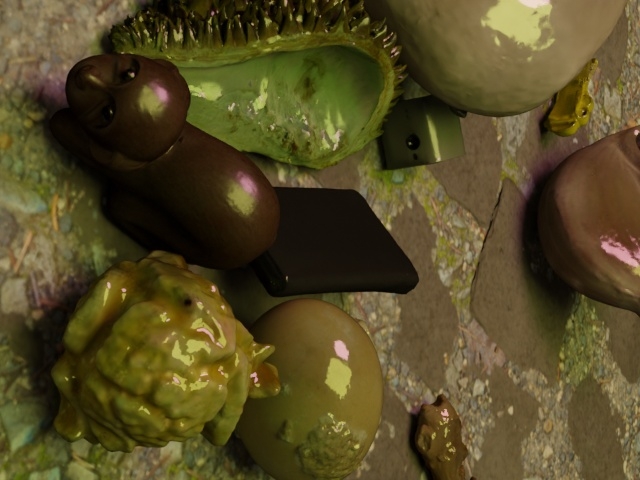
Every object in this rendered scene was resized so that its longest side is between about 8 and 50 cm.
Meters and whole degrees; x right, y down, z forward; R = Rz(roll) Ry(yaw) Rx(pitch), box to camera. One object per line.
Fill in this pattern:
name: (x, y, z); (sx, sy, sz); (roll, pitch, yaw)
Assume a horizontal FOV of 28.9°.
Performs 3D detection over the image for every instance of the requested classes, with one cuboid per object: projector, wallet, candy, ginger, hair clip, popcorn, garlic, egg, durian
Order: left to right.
popcorn: (-0.139, 0.101, 1.109); (0.187, 0.185, 0.167); (-14, 114, -58)
durian: (-0.065, -0.192, 1.322); (0.394, 0.163, 0.198); (-1, 125, -46)
egg: (-0.012, 0.156, 1.263); (0.164, 0.164, 0.201); (-23, 117, -49)
wallet: (0.000, 0.000, 1.349); (0.250, 0.044, 0.149); (-2, 51, -51)
projector: (0.123, -0.135, 1.520); (0.083, 0.083, 0.082); (-17, 98, -49)
ginger: (0.161, 0.274, 1.545); (0.069, 0.051, 0.173); (-43, 122, -38)
candy: (0.186, -0.370, 1.473); (0.386, 0.186, 0.427); (-36, 86, -37)
hair clip: (0.373, -0.216, 1.849); (0.046, 0.072, 0.173); (48, 42, -32)
garlic: (0.442, -0.065, 1.779); (0.231, 0.246, 0.340); (28, 79, -32)

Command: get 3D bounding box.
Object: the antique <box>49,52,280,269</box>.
antique: (-0.138, -0.073, 1.151); (0.121, 0.143, 0.257); (-50, 122, -26)
